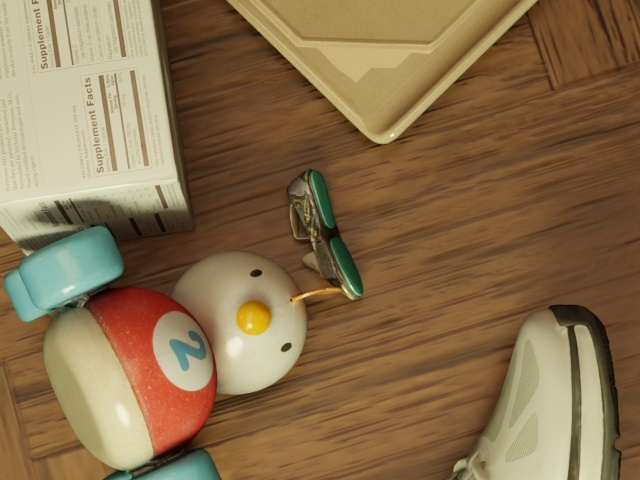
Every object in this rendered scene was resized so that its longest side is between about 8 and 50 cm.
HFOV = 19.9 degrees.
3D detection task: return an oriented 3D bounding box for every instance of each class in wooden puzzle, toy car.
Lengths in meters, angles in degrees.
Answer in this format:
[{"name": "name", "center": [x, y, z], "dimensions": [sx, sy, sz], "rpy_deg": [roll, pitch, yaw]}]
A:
[{"name": "wooden puzzle", "center": [0.048, -0.227, 1.519], "dimensions": [0.221, 0.044, 0.238], "rpy_deg": [-44, 77, -7]}, {"name": "toy car", "center": [-0.086, 0.073, 1.391], "dimensions": [0.238, 0.210, 0.219], "rpy_deg": [-25, 90, -17]}]

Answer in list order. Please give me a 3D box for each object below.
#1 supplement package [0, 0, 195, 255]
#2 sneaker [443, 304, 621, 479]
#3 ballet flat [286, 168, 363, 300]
[{"name": "supplement package", "center": [-0.193, -0.140, 1.418], "dimensions": [0.145, 0.204, 0.262], "rpy_deg": [-9, 79, -2]}, {"name": "sneaker", "center": [0.071, 0.251, 1.359], "dimensions": [0.257, 0.169, 0.448], "rpy_deg": [11, 82, 1]}, {"name": "ballet flat", "center": [0.000, 0.000, 1.479], "dimensions": [0.041, 0.041, 0.114], "rpy_deg": [-19, 79, -3]}]
